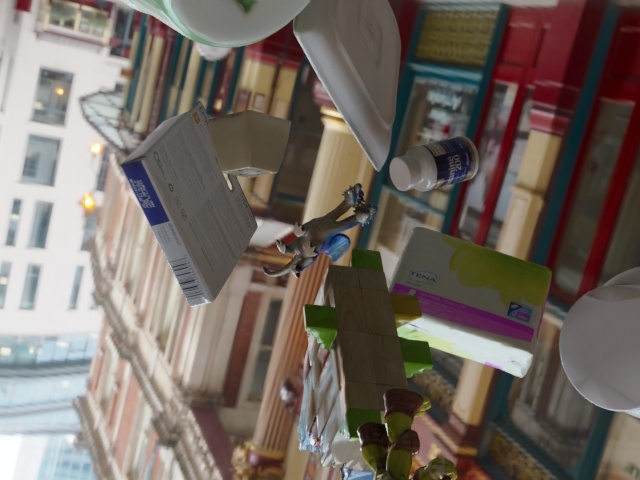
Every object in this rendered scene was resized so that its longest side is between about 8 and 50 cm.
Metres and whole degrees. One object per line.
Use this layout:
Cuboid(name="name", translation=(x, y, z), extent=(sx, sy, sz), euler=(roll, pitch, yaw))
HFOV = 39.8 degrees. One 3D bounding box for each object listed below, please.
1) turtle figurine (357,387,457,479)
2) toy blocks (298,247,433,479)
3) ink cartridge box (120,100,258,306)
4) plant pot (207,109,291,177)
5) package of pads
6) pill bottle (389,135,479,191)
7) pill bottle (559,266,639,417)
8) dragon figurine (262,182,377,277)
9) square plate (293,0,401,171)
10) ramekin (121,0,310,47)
Cuboid(name="turtle figurine", translation=(0.077, 0.283, 0.938), extent=(0.087, 0.270, 0.217), euler=(5, -139, -6))
Cuboid(name="toy blocks", translation=(0.039, 0.234, 1.398), extent=(0.190, 0.261, 0.381), euler=(8, -140, -13))
Cuboid(name="ink cartridge box", translation=(-0.259, -0.083, 1.820), extent=(0.071, 0.324, 0.330), euler=(-16, -158, 19))
Cuboid(name="plant pot", translation=(-0.126, -0.166, 1.562), extent=(0.109, 0.096, 0.109), euler=(-5, 172, 40))
Cuboid(name="package of pads", translation=(0.280, 0.108, 1.698), extent=(0.296, 0.101, 0.229), euler=(18, -131, 10))
Cuboid(name="pill bottle", translation=(0.162, -0.108, 1.265), extent=(0.120, 0.067, 0.067), euler=(-16, -155, -28))
Cuboid(name="pill bottle", translation=(0.545, 0.151, 1.342), extent=(0.407, 0.229, 0.229), euler=(2, -163, -44))
Cuboid(name="dragon figurine", translation=(0.000, 0.000, 1.681), extent=(0.144, 0.289, 0.085), euler=(-23, -108, -37))
Cuboid(name="square plate", translation=(0.064, -0.353, 1.492), extent=(0.049, 0.344, 0.347), euler=(-8, 143, 24))
Cuboid(name="ramekin", translation=(-0.112, -0.374, 1.020), extent=(0.148, 0.303, 0.303), euler=(42, -156, 31))
